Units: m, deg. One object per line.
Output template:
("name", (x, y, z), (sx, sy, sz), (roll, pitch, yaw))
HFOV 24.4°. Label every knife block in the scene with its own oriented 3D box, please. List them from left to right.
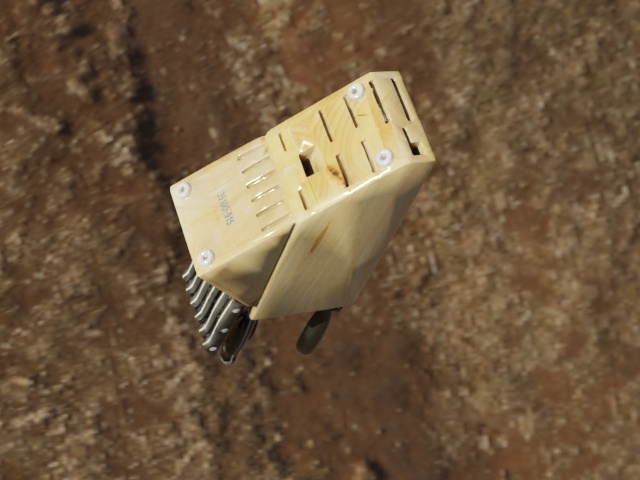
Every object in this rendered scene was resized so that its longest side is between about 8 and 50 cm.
("knife block", (0.000, 0.000, 1.219), (0.242, 0.276, 0.088), (34, 31, -58))
